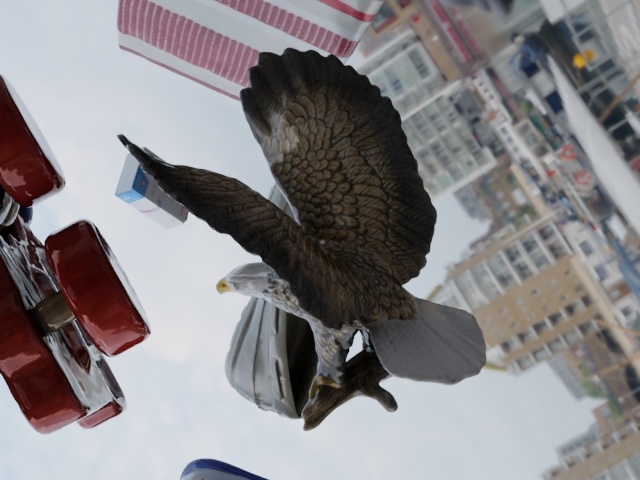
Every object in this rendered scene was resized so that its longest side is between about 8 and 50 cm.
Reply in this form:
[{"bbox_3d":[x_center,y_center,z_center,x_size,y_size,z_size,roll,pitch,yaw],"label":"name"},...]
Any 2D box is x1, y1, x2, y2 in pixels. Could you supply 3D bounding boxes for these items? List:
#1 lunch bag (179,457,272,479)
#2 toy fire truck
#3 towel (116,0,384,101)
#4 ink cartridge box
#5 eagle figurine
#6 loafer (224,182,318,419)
[{"bbox_3d":[-0.072,0.398,1.000,0.115,0.243,0.303,-54,-26,-57],"label":"lunch bag"},{"bbox_3d":[-0.255,0.018,0.723,0.302,0.169,0.254,59,172,4],"label":"toy fire truck"},{"bbox_3d":[-0.075,-0.235,0.890,0.237,0.037,0.329,24,157,-9],"label":"towel"},{"bbox_3d":[-0.281,-0.088,1.561,0.122,0.052,0.088,36,-129,-38],"label":"ink cartridge box"},{"bbox_3d":[-0.011,0.003,0.764,0.226,0.225,0.298,-109,0,-71],"label":"eagle figurine"},{"bbox_3d":[-0.009,0.036,0.970,0.111,0.319,0.112,27,-161,37],"label":"loafer"}]
